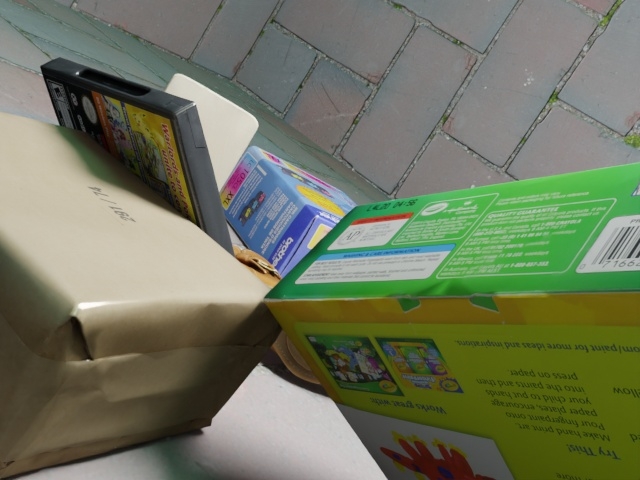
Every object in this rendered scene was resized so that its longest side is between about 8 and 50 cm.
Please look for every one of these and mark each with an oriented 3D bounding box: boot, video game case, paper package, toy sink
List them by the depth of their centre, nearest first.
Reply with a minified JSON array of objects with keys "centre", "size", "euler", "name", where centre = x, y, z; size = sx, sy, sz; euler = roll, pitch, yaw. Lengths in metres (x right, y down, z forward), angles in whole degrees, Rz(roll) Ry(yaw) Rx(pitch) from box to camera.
[{"centre":[-0.246,0.028,0.732],"size":[0.325,0.168,0.309],"euler":[39,13,23],"name":"paper package"},{"centre":[-0.197,-0.054,0.922],"size":[0.248,0.275,0.035],"euler":[24,47,38],"name":"video game case"},{"centre":[-0.062,0.092,1.132],"size":[0.283,0.109,0.220],"euler":[18,10,-11],"name":"boot"},{"centre":[-0.223,-0.142,1.311],"size":[0.153,0.234,0.131],"euler":[28,13,-17],"name":"toy sink"}]

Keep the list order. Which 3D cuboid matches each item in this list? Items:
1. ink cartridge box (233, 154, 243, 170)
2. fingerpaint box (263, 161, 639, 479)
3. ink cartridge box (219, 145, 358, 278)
[{"centre":[-0.269,-0.182,1.653],"size":[0.206,0.045,0.208],"euler":[14,-2,39],"name":"ink cartridge box"},{"centre":[0.221,0.137,0.669],"size":[0.445,0.163,0.371],"euler":[-7,-58,52],"name":"fingerpaint box"},{"centre":[0.000,0.000,1.543],"size":[0.270,0.151,0.395],"euler":[24,16,-36],"name":"ink cartridge box"}]
